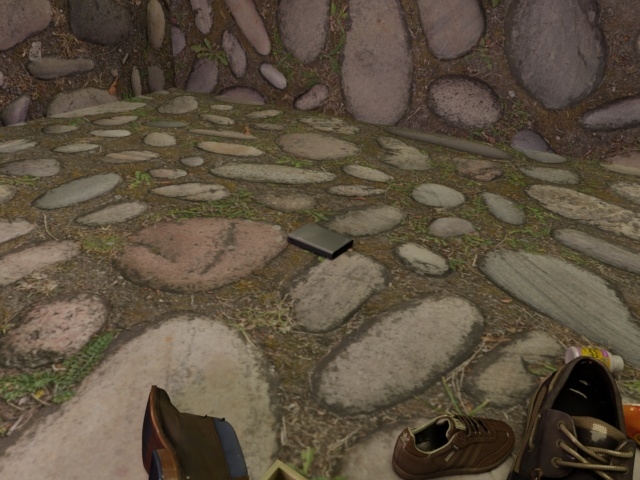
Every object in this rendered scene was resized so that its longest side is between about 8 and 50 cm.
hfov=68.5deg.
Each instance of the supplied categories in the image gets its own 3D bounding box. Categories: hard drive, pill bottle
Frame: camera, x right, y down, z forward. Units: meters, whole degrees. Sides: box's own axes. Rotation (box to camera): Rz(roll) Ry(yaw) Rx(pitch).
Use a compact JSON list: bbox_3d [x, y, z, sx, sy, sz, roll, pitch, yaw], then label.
[{"bbox_3d":[0.000,0.000,1.153,0.135,0.022,0.094,22,33,29],"label":"hard drive"},{"bbox_3d":[0.473,0.210,0.814,0.083,0.043,0.043,6,28,3],"label":"pill bottle"}]

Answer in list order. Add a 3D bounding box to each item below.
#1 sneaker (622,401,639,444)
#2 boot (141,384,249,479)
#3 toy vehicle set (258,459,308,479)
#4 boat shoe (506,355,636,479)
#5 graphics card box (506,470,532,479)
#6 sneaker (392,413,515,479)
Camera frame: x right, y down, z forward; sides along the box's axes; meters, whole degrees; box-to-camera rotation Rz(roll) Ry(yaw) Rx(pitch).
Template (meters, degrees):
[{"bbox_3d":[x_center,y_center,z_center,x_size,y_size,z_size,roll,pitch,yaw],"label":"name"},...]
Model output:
[{"bbox_3d":[0.492,0.285,0.661,0.175,0.064,0.067,19,42,31],"label":"sneaker"},{"bbox_3d":[-0.169,0.259,0.605,0.106,0.082,0.219,7,14,-26],"label":"boot"},{"bbox_3d":[-0.060,0.364,0.460,0.166,0.035,0.267,21,33,27],"label":"toy vehicle set"},{"bbox_3d":[0.311,0.270,0.586,0.132,0.130,0.355,14,30,18],"label":"boat shoe"},{"bbox_3d":[0.264,0.355,0.298,0.370,0.094,0.233,21,42,25],"label":"graphics card box"},{"bbox_3d":[0.189,0.269,0.633,0.188,0.071,0.066,-7,30,-20],"label":"sneaker"}]
